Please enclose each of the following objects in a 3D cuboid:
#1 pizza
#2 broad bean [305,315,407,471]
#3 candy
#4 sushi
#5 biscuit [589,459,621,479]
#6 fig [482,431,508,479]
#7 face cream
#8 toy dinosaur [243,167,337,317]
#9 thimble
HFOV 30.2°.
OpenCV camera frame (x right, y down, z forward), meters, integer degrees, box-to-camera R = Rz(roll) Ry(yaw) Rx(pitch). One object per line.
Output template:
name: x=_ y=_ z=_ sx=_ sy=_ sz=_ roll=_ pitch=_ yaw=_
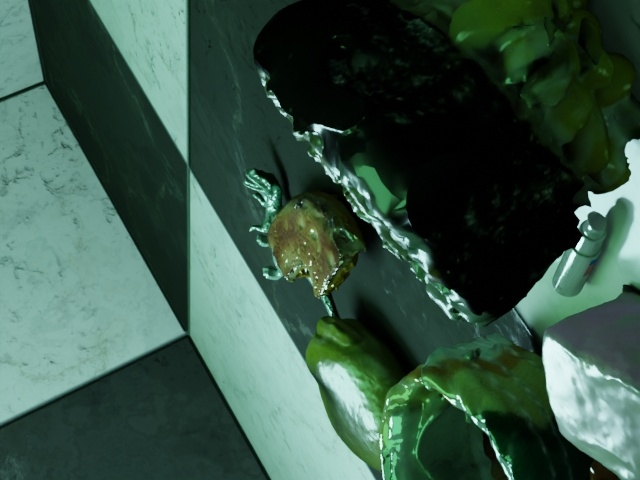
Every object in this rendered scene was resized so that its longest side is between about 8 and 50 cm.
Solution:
pizza: x=0.000 y=0.000 z=1.879 sx=0.305 sy=0.086 sz=0.161 roll=-162 pitch=71 yaw=-64
broad bean: x=0.078 y=0.256 z=1.957 sx=0.291 sy=0.119 sz=0.238 roll=56 pitch=152 yaw=18
candy: x=0.335 y=0.164 z=1.103 sx=0.265 sy=0.116 sz=0.155 roll=33 pitch=142 yaw=55
sushi: x=0.137 y=-0.119 z=1.057 sx=0.328 sy=0.285 sz=0.328 roll=50 pitch=180 yaw=-38
biscuit: x=0.310 y=0.443 z=1.174 sx=0.166 sy=0.342 sz=0.395 roll=3 pitch=123 yaw=35
fig: x=0.166 y=0.296 z=1.607 sx=0.175 sy=0.207 sz=0.175 roll=56 pitch=162 yaw=30
face cream: x=0.267 y=0.013 z=1.214 sx=0.034 sy=0.034 sz=0.130 roll=56 pitch=161 yaw=25
toy dinosaur: x=-0.058 y=0.040 z=2.115 sx=0.129 sy=0.076 sz=0.383 roll=-3 pitch=121 yaw=50
thimble: x=0.203 y=0.258 z=1.406 sx=0.254 sy=0.167 sz=0.288 roll=-19 pitch=83 yaw=49
